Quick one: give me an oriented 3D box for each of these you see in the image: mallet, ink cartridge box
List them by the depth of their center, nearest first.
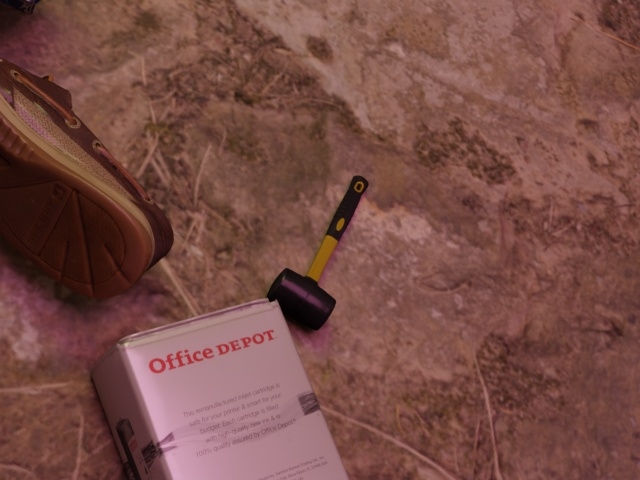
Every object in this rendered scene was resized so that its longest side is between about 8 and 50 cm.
[{"bbox_3d":[-0.080,0.175,1.044,0.159,0.092,0.217,-14,76,-33],"label":"ink cartridge box"},{"bbox_3d":[0.000,0.000,1.211,0.062,0.039,0.189,27,52,-12],"label":"mallet"}]

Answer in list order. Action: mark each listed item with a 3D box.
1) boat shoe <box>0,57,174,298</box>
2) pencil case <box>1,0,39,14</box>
[{"bbox_3d":[-0.268,-0.089,1.072,0.342,0.123,0.123,37,24,5],"label":"boat shoe"},{"bbox_3d":[-0.340,-0.323,1.091,0.306,0.133,0.119,34,42,6],"label":"pencil case"}]
